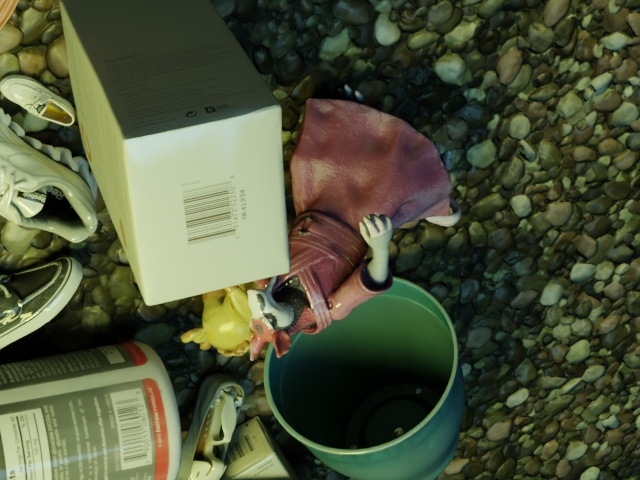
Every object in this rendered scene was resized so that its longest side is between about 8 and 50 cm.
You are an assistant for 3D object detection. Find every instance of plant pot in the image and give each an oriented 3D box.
[{"bbox_3d":[0.085,0.227,2.029,0.271,0.272,0.255,-29,145,-2],"label":"plant pot"}]

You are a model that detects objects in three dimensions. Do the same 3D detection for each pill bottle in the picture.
[{"bbox_3d":[-0.381,0.259,1.851,0.362,0.210,0.210,-8,126,-24],"label":"pill bottle"}]

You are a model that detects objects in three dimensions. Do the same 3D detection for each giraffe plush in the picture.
[{"bbox_3d":[-0.093,0.079,1.908,0.181,0.210,0.170,29,137,-21],"label":"giraffe plush"}]

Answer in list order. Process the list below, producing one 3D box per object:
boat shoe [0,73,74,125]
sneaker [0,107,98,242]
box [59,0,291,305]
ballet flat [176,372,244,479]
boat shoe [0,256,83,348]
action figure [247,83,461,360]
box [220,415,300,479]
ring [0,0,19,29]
[{"bbox_3d":[-0.336,-0.165,1.704,0.100,0.035,0.035,29,109,-36],"label":"boat shoe"},{"bbox_3d":[-0.383,-0.086,1.690,0.292,0.118,0.110,25,113,-33],"label":"sneaker"},{"bbox_3d":[-0.167,-0.123,1.604,0.168,0.345,0.215,-13,127,-14],"label":"box"},{"bbox_3d":[-0.158,0.295,2.024,0.072,0.068,0.213,17,85,-41],"label":"ballet flat"},{"bbox_3d":[-0.405,0.084,1.824,0.219,0.078,0.070,-35,130,6],"label":"boat shoe"},{"bbox_3d":[0.000,0.000,1.811,0.370,0.248,0.276,-62,157,-20],"label":"action figure"},{"bbox_3d":[-0.075,0.401,2.173,0.113,0.094,0.275,-31,129,-1],"label":"box"},{"bbox_3d":[-0.472,-0.326,1.504,0.336,0.032,0.337,-7,113,-17],"label":"ring"}]
